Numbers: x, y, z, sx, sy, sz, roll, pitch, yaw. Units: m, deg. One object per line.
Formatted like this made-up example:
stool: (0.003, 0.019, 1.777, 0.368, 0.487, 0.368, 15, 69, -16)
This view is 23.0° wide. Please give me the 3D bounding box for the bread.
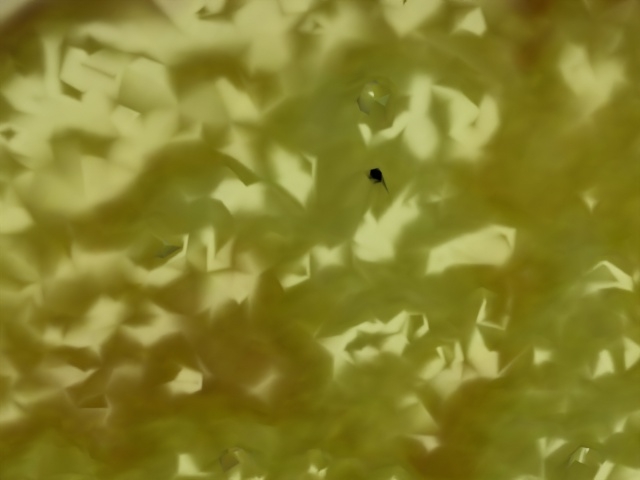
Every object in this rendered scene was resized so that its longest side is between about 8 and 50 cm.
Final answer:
bread: (0.000, 0.000, 0.534, 0.398, 0.215, 0.398, -3, 115, -7)
